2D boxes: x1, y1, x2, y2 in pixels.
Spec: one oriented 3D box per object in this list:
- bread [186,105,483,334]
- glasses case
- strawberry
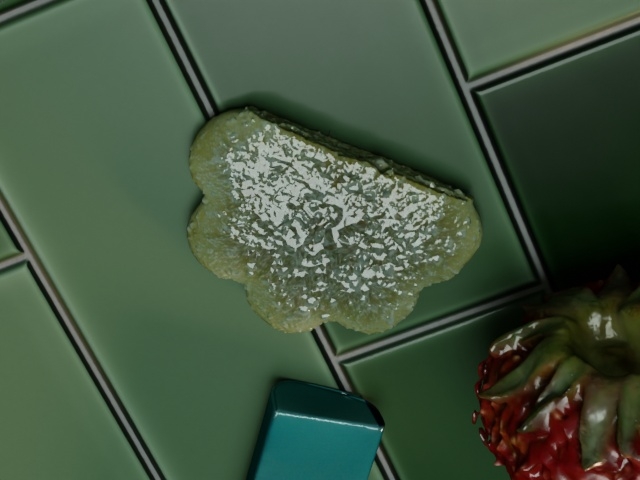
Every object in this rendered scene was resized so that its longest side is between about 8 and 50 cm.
[{"bbox_3d":[0.000,0.000,1.539,0.287,0.056,0.207,18,115,-8],"label":"bread"},{"bbox_3d":[-0.031,0.287,1.685,0.117,0.070,0.301,11,116,-12],"label":"glasses case"},{"bbox_3d":[0.293,0.199,1.544,0.292,0.292,0.343,-10,132,5],"label":"strawberry"}]
